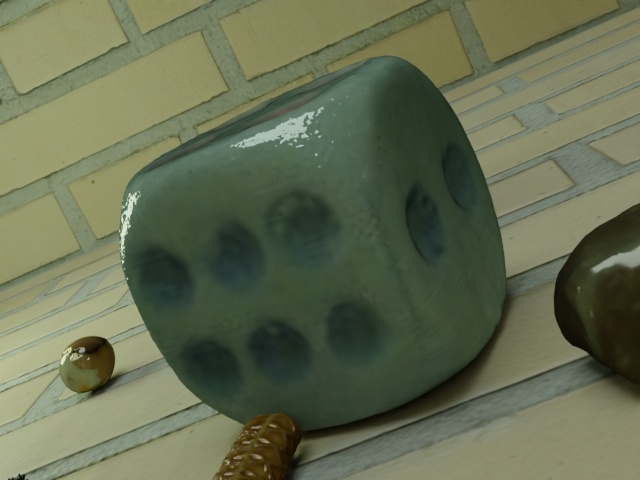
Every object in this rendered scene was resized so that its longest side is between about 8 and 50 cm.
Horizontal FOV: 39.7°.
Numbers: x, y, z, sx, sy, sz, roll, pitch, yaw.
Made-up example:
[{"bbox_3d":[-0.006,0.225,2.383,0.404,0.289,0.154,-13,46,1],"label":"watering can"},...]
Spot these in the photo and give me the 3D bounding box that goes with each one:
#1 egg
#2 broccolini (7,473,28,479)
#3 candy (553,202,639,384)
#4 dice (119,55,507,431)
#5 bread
[{"bbox_3d":[-0.310,0.164,1.186,0.071,0.071,0.083,-20,11,23],"label":"egg"},{"bbox_3d":[-0.257,0.250,0.772,0.074,0.058,0.201,-41,18,-30],"label":"broccolini"},{"bbox_3d":[0.280,0.009,0.626,0.234,0.102,0.104,-25,13,-6],"label":"candy"},{"bbox_3d":[0.000,0.000,0.820,0.268,0.265,0.262,-17,15,29],"label":"dice"},{"bbox_3d":[-0.055,0.185,0.682,0.052,0.044,0.157,-14,17,20],"label":"bread"}]
